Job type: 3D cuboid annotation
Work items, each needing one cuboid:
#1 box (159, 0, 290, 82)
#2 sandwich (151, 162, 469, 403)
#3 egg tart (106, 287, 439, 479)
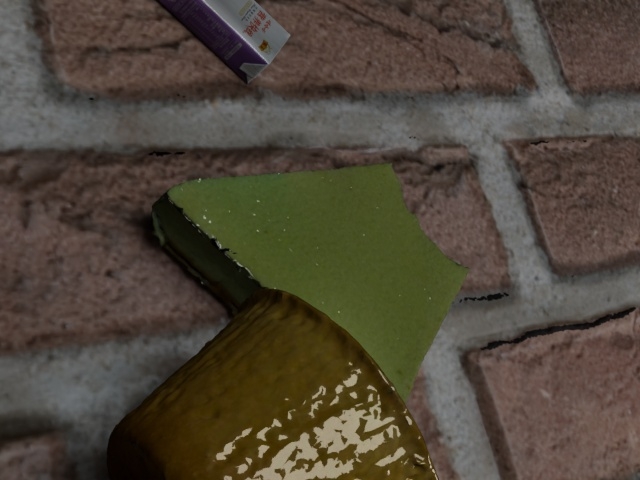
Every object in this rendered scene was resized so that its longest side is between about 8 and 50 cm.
[{"bbox_3d":[-0.085,-0.193,1.060,0.117,0.036,0.050,44,47,-12],"label":"box"},{"bbox_3d":[0.000,0.000,1.009,0.245,0.063,0.212,44,44,-11],"label":"sandwich"},{"bbox_3d":[-0.034,0.149,0.814,0.171,0.215,0.215,-28,85,-27],"label":"egg tart"}]
